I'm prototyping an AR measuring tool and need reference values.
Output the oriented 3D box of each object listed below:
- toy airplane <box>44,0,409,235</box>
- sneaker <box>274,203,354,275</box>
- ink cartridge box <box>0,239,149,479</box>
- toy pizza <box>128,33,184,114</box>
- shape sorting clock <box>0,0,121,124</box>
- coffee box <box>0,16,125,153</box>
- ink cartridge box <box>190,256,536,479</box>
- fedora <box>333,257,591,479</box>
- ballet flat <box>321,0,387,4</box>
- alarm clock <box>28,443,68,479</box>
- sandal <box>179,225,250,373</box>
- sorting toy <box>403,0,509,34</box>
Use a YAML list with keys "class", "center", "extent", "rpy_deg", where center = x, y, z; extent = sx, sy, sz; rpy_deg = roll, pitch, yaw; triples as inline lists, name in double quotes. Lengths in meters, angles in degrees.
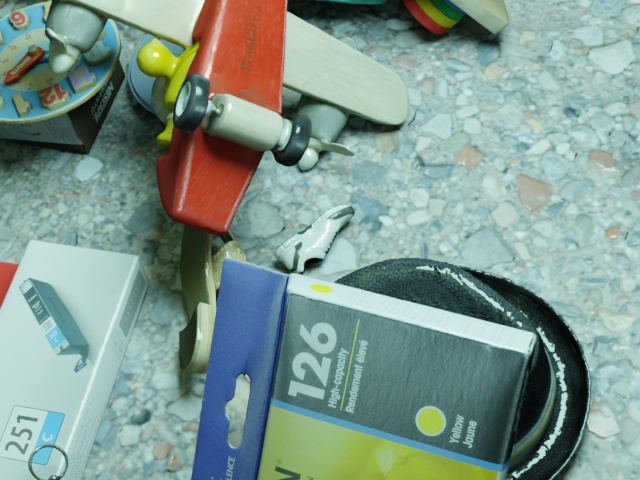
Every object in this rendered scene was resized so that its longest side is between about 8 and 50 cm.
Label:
- class: "toy airplane"
  center: [-0.117, -0.228, 1.315]
  extent: [0.384, 0.272, 0.386]
  rpy_deg: [-34, 91, -36]
- class: "sneaker"
  center: [0.000, 0.000, 1.323]
  extent: [0.109, 0.040, 0.043]
  rpy_deg: [-38, 76, -12]
- class: "ink cartridge box"
  center: [-0.359, 0.138, 1.266]
  extent: [0.261, 0.066, 0.296]
  rpy_deg: [7, 58, 12]
- class: "toy pizza"
  center: [-0.152, -0.229, 1.498]
  extent: [0.201, 0.032, 0.201]
  rpy_deg: [-5, 55, 7]
- class: "shape sorting clock"
  center: [-0.346, -0.223, 1.398]
  extent: [0.206, 0.040, 0.206]
  rpy_deg: [-4, 57, 6]
- class: "coffee box"
  center: [-0.401, -0.207, 1.481]
  extent: [0.247, 0.098, 0.141]
  rpy_deg: [10, 59, 15]
- class: "ink cartridge box"
  center: [0.018, 0.197, 1.058]
  extent: [0.307, 0.072, 0.303]
  rpy_deg: [13, 104, 14]
- class: "fedora"
  center: [0.106, 0.119, 1.153]
  extent: [0.334, 0.152, 0.334]
  rpy_deg: [-4, 56, 6]
- class: "ballet flat"
  center: [-0.077, -0.368, 1.505]
  extent: [0.349, 0.123, 0.123]
  rpy_deg: [1, 57, 5]
- class: "alarm clock"
  center: [-0.245, 0.290, 1.107]
  extent: [0.129, 0.064, 0.192]
  rpy_deg: [-13, 74, -26]
- class: "sandal"
  center: [-0.111, 0.048, 1.293]
  extent: [0.079, 0.088, 0.240]
  rpy_deg: [14, 51, -21]
- class: "sorting toy"
  center: [0.105, -0.392, 1.462]
  extent: [0.089, 0.257, 0.255]
  rpy_deg: [-38, 40, 32]
